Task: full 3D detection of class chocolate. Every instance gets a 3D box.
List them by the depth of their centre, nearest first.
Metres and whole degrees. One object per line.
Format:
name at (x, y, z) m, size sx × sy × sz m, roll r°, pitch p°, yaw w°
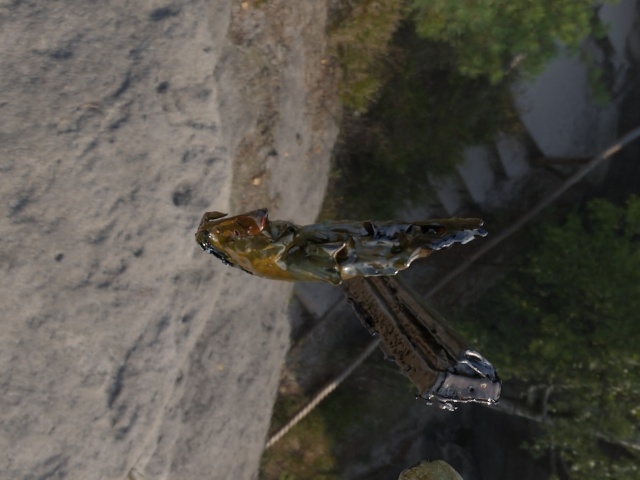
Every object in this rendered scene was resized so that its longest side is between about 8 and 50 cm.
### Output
chocolate at (0.089, 0.074, 0.908) m, size 0.103 × 0.329 × 0.065 m, roll 17°, pitch 108°, yaw -28°

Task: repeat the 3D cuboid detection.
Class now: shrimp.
shrimp at (0.006, 0.007, 0.697) m, size 0.117 × 0.262 × 0.066 m, roll 21°, pitch 66°, yaw -54°

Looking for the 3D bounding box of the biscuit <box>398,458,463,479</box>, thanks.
biscuit at (0.128, 0.254, 0.646) m, size 0.056 × 0.188 × 0.052 m, roll -11°, pitch 125°, yaw -24°
